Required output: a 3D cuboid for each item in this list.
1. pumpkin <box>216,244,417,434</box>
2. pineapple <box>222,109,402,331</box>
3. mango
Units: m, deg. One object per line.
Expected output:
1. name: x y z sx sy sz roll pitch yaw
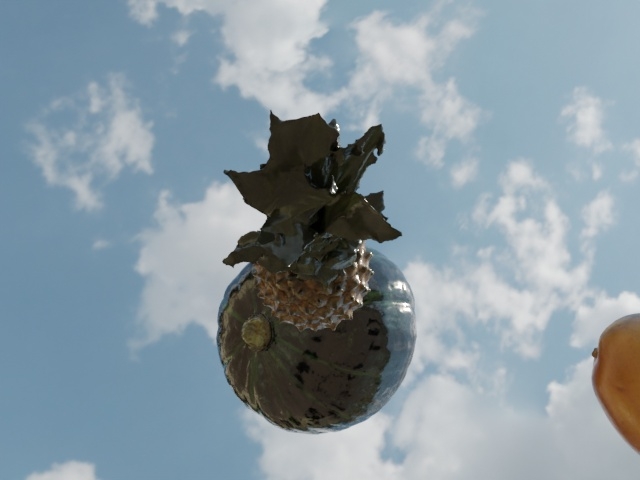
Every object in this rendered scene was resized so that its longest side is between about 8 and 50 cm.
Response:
1. pumpkin: -0.019 0.136 1.246 0.315 0.238 0.315 -4 -97 35
2. pineapple: 0.000 0.000 0.674 0.130 0.277 0.119 24 -105 8
3. mango: 0.384 0.173 0.890 0.219 0.145 0.112 52 -12 31
